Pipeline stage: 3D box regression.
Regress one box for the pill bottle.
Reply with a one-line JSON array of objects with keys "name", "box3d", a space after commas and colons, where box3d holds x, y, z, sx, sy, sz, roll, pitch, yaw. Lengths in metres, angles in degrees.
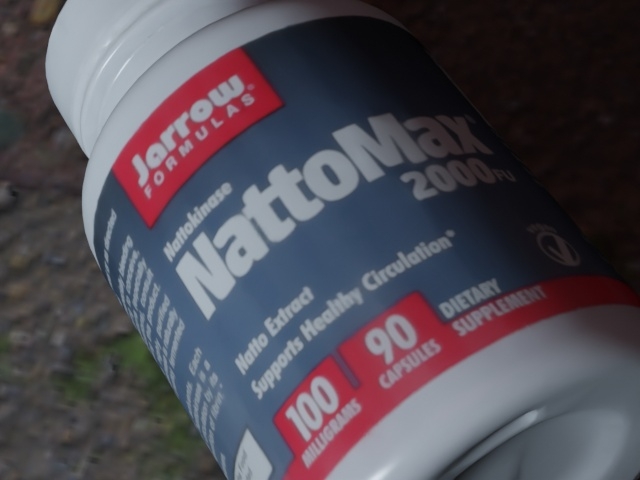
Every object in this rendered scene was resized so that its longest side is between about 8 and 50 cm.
[{"name": "pill bottle", "box3d": [0.000, 0.000, 0.407, 0.108, 0.108, 0.180, -32, 58, -7]}]
